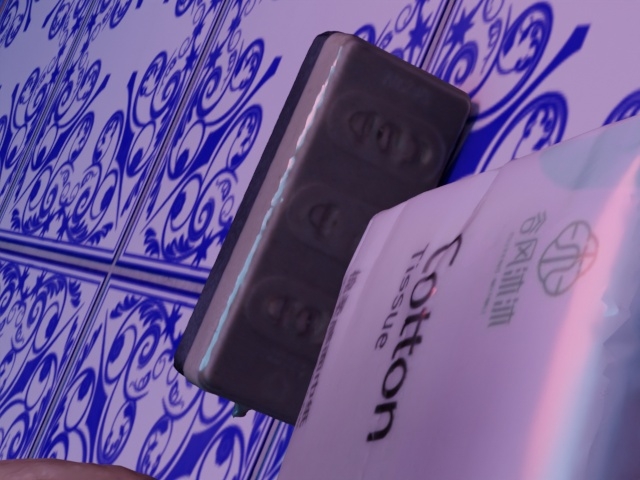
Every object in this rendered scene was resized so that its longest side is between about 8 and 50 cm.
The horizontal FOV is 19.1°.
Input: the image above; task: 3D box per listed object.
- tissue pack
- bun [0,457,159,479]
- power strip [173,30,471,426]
[{"bbox_3d":[0.088,0.154,0.759,0.266,0.194,0.357,-20,49,62],"label":"tissue pack"},{"bbox_3d":[-0.129,0.288,0.951,0.227,0.352,0.349,-75,-16,-52],"label":"bun"},{"bbox_3d":[0.000,0.000,1.233,0.257,0.105,0.070,-66,22,-1],"label":"power strip"}]
